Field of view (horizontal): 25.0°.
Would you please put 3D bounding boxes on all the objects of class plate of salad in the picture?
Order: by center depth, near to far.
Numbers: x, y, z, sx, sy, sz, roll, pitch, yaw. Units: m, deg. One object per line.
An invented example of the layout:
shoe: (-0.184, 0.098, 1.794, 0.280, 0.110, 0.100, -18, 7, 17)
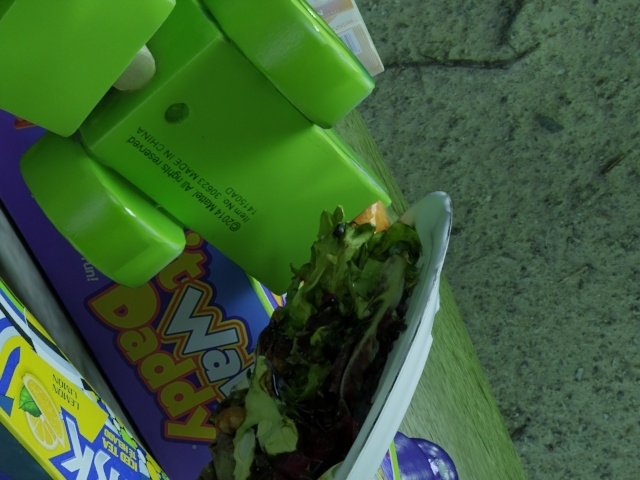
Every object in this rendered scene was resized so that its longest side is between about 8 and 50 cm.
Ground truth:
plate of salad: (-0.015, 0.064, 0.508, 0.048, 0.199, 0.200, 30, 13, -7)

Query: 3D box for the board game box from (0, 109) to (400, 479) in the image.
board game box: (-0.068, -0.011, 0.708, 0.347, 0.078, 0.233, 62, 7, -19)

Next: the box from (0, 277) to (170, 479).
box: (-0.087, 0.062, 0.377, 0.169, 0.059, 0.054, 59, 7, -39)

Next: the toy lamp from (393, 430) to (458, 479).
toy lamp: (0.049, 0.167, 0.978, 0.080, 0.080, 0.275, 66, 7, 13)

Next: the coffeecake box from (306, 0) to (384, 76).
coffeecake box: (-0.028, -0.217, 1.501, 0.185, 0.142, 0.068, -108, 170, -51)

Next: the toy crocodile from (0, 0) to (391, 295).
toy crocodile: (-0.087, -0.077, 0.472, 0.340, 0.115, 0.105, 34, 17, -47)
